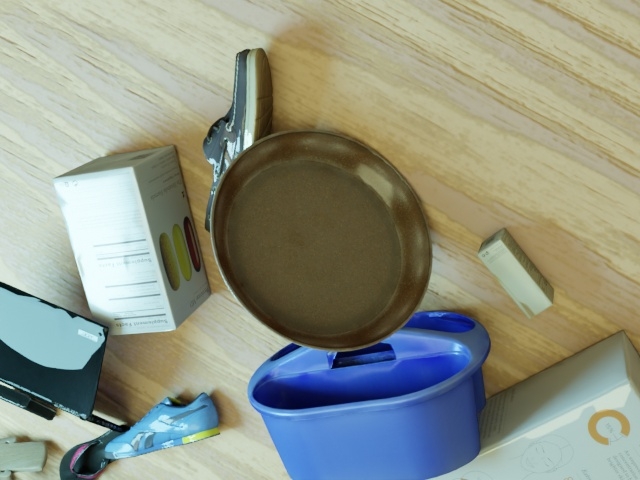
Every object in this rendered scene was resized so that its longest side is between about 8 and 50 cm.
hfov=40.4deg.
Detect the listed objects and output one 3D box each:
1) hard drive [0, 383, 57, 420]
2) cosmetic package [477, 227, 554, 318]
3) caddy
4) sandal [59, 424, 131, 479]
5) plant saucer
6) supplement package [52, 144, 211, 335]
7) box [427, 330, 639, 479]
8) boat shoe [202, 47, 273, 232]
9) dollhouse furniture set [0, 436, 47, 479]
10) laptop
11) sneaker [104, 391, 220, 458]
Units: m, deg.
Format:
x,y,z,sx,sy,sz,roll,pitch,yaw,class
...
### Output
x,y,z,sx,sy,sz,roll,pitch,yaw,class
-0.500,0.262,1.437,0.094,0.135,0.022,21,72,9,hard drive
0.267,0.044,1.184,0.041,0.060,0.115,-38,92,24,cosmetic package
0.071,0.196,1.192,0.341,0.241,0.179,-11,110,18,caddy
-0.388,0.371,1.480,0.179,0.040,0.067,-36,96,22,sandal
0.000,0.000,1.154,0.310,0.310,0.050,45,150,-1,plant saucer
-0.270,0.000,1.279,0.134,0.139,0.244,-6,107,19,supplement package
0.321,0.315,1.194,0.345,0.168,0.215,-32,96,23,box
-0.121,-0.128,1.219,0.092,0.103,0.285,8,115,8,boat shoe
-0.488,0.544,1.512,0.198,0.286,0.303,-3,134,-7,dollhouse furniture set
-0.418,0.185,1.367,0.234,0.264,0.136,21,75,13,laptop
-0.261,0.300,1.412,0.209,0.069,0.082,-19,83,17,sneaker
